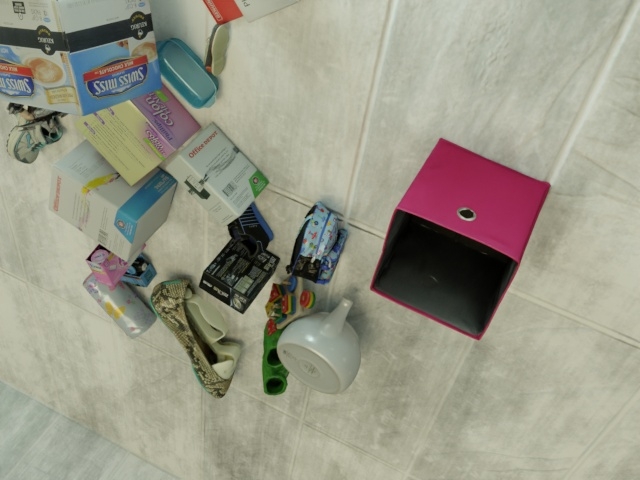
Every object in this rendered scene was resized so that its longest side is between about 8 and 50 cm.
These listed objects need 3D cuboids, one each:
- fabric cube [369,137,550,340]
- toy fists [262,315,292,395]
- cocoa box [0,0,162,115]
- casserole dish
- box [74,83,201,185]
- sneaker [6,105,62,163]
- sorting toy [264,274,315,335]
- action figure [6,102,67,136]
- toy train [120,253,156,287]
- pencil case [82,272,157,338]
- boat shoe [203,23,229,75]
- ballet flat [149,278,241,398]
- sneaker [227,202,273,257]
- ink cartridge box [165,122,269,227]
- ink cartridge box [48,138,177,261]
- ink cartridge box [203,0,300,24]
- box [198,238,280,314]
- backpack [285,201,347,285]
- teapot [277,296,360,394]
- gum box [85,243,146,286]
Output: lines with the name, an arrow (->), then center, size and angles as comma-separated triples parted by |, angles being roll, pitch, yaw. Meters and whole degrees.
fabric cube -> 0.285, -0.006, 1.429 | 0.254, 0.258, 0.259 | 25, 138, 12
toy fists -> -0.129, 0.340, 2.109 | 0.096, 0.142, 0.279 | -1, 135, -7
cocoa box -> -0.545, -0.416, 1.461 | 0.347, 0.231, 0.228 | 15, 122, 31
casserole dish -> -0.310, -0.393, 1.623 | 0.188, 0.037, 0.114 | 47, 137, -12
box -> -0.464, -0.289, 1.758 | 0.213, 0.117, 0.243 | 49, 137, -15
sneaker -> -0.806, -0.300, 1.979 | 0.122, 0.110, 0.283 | 33, 139, -3
sorting toy -> -0.105, 0.163, 1.929 | 0.046, 0.132, 0.274 | 15, 147, -28
action figure -> -0.743, -0.402, 1.798 | 0.099, 0.185, 0.285 | -3, 115, 37
toy train -> -0.623, 0.089, 2.242 | 0.184, 0.080, 0.105 | 7, 137, 27
pencil case -> -0.675, 0.204, 2.352 | 0.113, 0.124, 0.273 | -29, 111, 23
boat shoe -> -0.234, -0.425, 1.535 | 0.043, 0.049, 0.137 | 44, 149, 16
ballet flat -> -0.366, 0.323, 2.247 | 0.182, 0.164, 0.482 | -14, 118, 23
sneaker -> -0.215, -0.059, 1.828 | 0.081, 0.090, 0.232 | -19, 116, 43
ink cartridge box -> -0.253, -0.162, 1.713 | 0.208, 0.153, 0.087 | 47, 138, -12
ink cartridge box -> -0.574, -0.125, 1.919 | 0.270, 0.197, 0.198 | 34, 139, 1
ink cartridge box -> -0.199, -0.567, 1.353 | 0.261, 0.066, 0.296 | -8, 128, 37
box -> -0.220, 0.087, 1.899 | 0.147, 0.180, 0.077 | 31, 137, 4
backpack -> 0.000, 0.000, 1.706 | 0.117, 0.158, 0.173 | 20, 125, 4
teapot -> 0.016, 0.291, 1.930 | 0.256, 0.187, 0.252 | -6, 126, 45
gum box -> -0.613, 0.033, 2.104 | 0.062, 0.188, 0.107 | 14, 142, 22
